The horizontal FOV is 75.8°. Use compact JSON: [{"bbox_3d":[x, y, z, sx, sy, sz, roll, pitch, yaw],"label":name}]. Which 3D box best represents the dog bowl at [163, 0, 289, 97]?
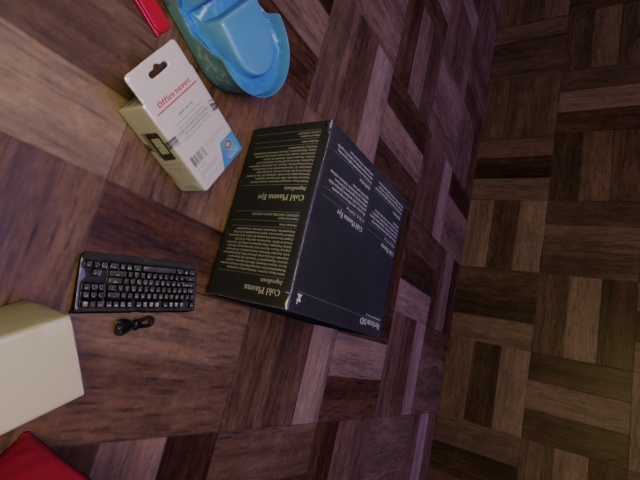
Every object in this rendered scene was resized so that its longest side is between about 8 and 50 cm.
[{"bbox_3d":[-0.152,-0.358,0.621,0.165,0.074,0.297,-59,137,-34],"label":"dog bowl"}]

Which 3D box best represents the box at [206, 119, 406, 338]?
[{"bbox_3d":[0.000,0.000,0.794,0.343,0.179,0.312,32,66,-52],"label":"box"}]

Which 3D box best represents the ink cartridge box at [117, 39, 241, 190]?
[{"bbox_3d":[-0.201,-0.170,0.581,0.104,0.060,0.180,-60,139,-32],"label":"ink cartridge box"}]

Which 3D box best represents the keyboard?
[{"bbox_3d":[-0.250,0.078,0.574,0.180,0.023,0.108,14,83,-55],"label":"keyboard"}]

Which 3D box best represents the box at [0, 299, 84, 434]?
[{"bbox_3d":[-0.363,0.139,0.336,0.275,0.113,0.094,-18,109,-53],"label":"box"}]

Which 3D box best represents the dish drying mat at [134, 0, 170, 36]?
[{"bbox_3d":[-0.237,-0.325,0.557,0.032,0.008,0.083,-60,138,-34],"label":"dish drying mat"}]

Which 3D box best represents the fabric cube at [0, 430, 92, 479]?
[{"bbox_3d":[-0.269,0.393,0.374,0.259,0.258,0.254,-44,128,-44],"label":"fabric cube"}]
